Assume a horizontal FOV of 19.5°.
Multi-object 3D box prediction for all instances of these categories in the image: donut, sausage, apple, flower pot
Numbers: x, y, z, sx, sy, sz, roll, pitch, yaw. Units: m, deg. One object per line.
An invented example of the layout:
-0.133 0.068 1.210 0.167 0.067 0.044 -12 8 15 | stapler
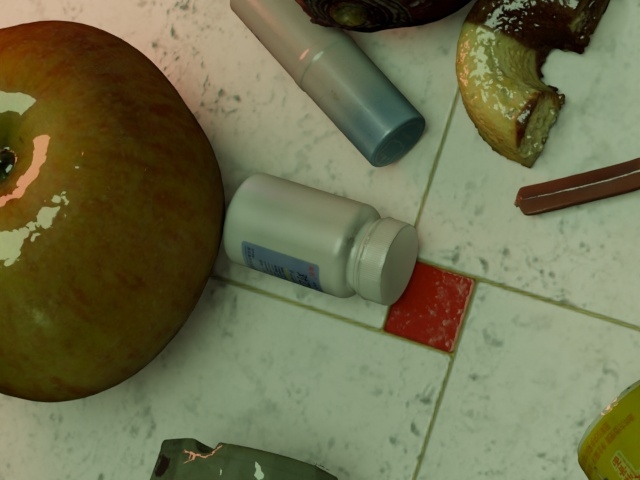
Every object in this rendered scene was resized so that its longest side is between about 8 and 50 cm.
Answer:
0.204 -0.194 1.903 0.141 0.085 0.217 22 93 23 | donut
0.266 -0.053 1.885 0.147 0.035 0.030 -14 77 22 | sausage
-0.304 -0.029 1.952 0.400 0.333 0.400 -3 82 23 | apple
-0.103 0.342 1.870 0.290 0.290 0.259 5 74 23 | flower pot

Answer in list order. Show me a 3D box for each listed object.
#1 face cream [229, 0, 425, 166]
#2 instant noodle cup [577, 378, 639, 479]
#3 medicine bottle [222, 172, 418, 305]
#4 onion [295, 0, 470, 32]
0.006 -0.189 1.987 0.077 0.077 0.250 -45 67 10 | face cream
0.366 0.242 1.723 0.215 0.215 0.236 -43 61 11 | instant noodle cup
0.000 0.000 1.948 0.186 0.103 0.103 18 89 23 | medicine bottle
0.071 -0.336 1.881 0.207 0.206 0.216 5 68 35 | onion
